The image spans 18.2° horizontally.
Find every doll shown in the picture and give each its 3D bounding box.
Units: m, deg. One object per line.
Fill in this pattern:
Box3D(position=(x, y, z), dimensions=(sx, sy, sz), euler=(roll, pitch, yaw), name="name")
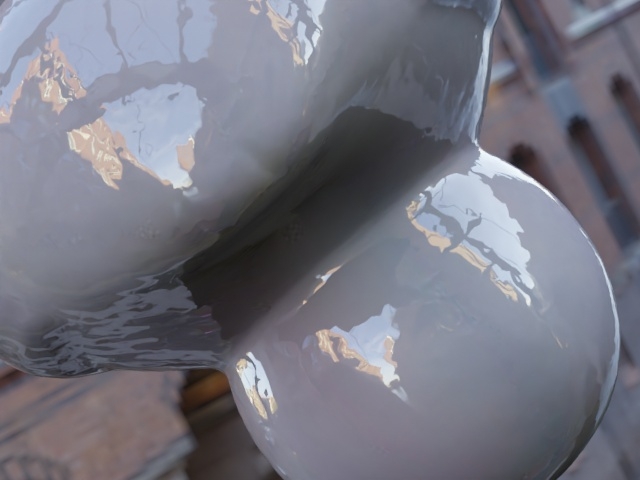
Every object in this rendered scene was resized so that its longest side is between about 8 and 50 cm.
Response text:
Box3D(position=(0.000, 0.000, 0.646), dimensions=(0.221, 0.221, 0.251), euler=(-27, -17, 7), name="doll")
